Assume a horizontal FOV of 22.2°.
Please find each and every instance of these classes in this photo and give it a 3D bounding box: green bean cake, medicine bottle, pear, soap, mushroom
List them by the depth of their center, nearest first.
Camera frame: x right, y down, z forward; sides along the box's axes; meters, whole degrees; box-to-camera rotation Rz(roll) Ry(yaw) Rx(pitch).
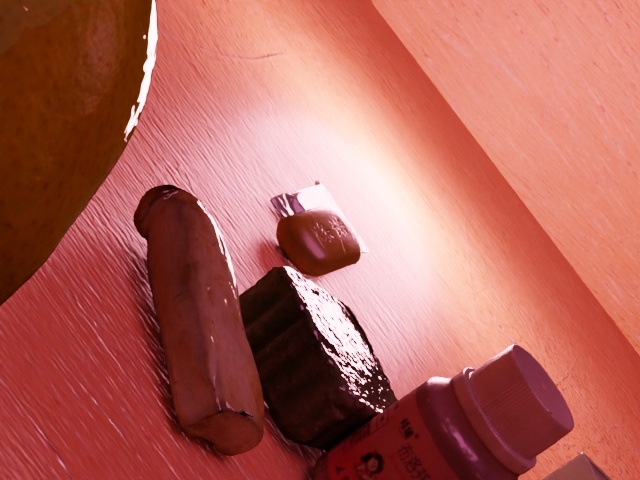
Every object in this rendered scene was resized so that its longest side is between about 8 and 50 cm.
[{"bbox_3d":[-0.259,-0.052,1.033,0.238,0.342,0.318,40,47,-29],"label":"pear"},{"bbox_3d":[-0.115,0.066,1.552,0.100,0.081,0.312,32,27,-37],"label":"mushroom"},{"bbox_3d":[0.120,0.210,1.591,0.147,0.247,0.147,46,18,-19],"label":"medicine bottle"},{"bbox_3d":[0.000,0.133,1.699,0.185,0.094,0.183,27,29,-57],"label":"green bean cake"},{"bbox_3d":[0.001,-0.001,2.024,0.089,0.045,0.140,56,33,10],"label":"soap"}]

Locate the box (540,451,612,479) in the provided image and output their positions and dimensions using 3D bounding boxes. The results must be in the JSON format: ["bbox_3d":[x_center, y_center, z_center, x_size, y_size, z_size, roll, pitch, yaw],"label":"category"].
[{"bbox_3d":[0.380,0.433,2.083,0.225,0.117,0.225,43,18,-32],"label":"box"}]

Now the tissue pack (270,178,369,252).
[{"bbox_3d":[0.004,-0.020,2.148,0.122,0.026,0.193,55,18,3],"label":"tissue pack"}]
